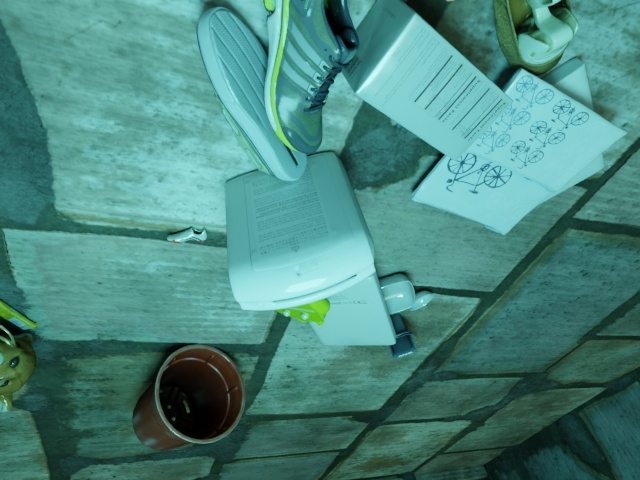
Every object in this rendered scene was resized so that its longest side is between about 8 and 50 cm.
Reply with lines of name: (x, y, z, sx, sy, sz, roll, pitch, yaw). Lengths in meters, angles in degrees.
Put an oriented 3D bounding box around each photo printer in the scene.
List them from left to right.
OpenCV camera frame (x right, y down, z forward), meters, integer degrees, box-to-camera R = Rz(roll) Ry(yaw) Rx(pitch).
photo printer: (-0.046, -0.018, 0.748, 0.256, 0.307, 0.107, -17, 136, 1)

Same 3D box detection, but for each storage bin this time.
storage bin: (0.253, 0.299, 1.305, 0.098, 0.091, 0.135, -19, 137, 5)

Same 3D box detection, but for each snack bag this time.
snack bag: (0.404, -0.154, 0.867, 0.323, 0.037, 0.342, 16, 134, -25)

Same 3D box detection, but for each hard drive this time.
hard drive: (0.067, 0.192, 1.132, 0.233, 0.047, 0.353, -5, 139, 18)
hard drive: (0.491, -0.208, 0.890, 0.203, 0.040, 0.307, -33, 134, 18)

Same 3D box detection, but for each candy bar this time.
candy bar: (-0.738, 0.168, 0.960, 0.040, 0.018, 0.161, -15, 137, 6)

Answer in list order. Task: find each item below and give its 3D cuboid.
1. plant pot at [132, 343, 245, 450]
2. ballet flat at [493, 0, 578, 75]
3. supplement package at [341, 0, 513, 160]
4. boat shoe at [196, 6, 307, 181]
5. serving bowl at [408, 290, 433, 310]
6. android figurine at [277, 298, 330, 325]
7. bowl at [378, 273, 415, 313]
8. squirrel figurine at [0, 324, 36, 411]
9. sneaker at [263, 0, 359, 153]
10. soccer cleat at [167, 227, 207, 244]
plant pot: (-0.412, 0.489, 1.217, 0.273, 0.272, 0.265, 24, 132, -33)
ballet flat: (0.333, -0.370, 0.623, 0.116, 0.124, 0.342, -29, 135, 14)
supplement package: (0.170, -0.263, 0.677, 0.244, 0.139, 0.134, 22, 124, -31)
boat shoe: (-0.123, -0.217, 0.674, 0.094, 0.109, 0.302, 7, 140, 34)
serving bowl: (0.297, 0.177, 1.231, 0.084, 0.027, 0.083, -21, 147, -14)
android figurine: (-0.087, 0.134, 0.995, 0.248, 0.056, 0.273, 2, 145, 37)
bowl: (0.193, 0.152, 1.167, 0.142, 0.053, 0.142, -19, 137, 4)
squirrel figurine: (-0.864, 0.267, 0.898, 0.397, 0.280, 0.371, -28, 147, 33)
sneaker: (-0.010, -0.261, 0.608, 0.121, 0.111, 0.299, 23, 136, 23)
soccer cleat: (-0.291, -0.012, 0.891, 0.084, 0.029, 0.035, -1, 126, -19)
